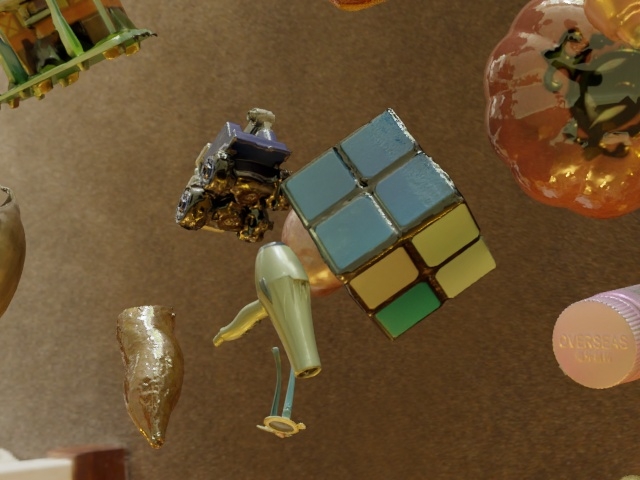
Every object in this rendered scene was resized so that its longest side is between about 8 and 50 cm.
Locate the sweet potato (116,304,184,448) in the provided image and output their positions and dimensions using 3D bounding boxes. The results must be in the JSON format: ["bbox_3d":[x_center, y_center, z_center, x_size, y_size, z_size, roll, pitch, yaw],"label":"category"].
[{"bbox_3d":[-0.326,0.275,1.632,0.131,0.131,0.337,-45,41,22],"label":"sweet potato"}]

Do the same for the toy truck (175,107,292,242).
[{"bbox_3d":[-0.151,-0.112,1.412,0.213,0.161,0.177,-47,43,38],"label":"toy truck"}]

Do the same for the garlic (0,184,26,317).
[{"bbox_3d":[-0.535,-0.003,1.246,0.246,0.231,0.340,117,178,-54],"label":"garlic"}]

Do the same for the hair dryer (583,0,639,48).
[{"bbox_3d":[0.181,-0.249,0.396,0.210,0.125,0.353,-16,61,51],"label":"hair dryer"}]

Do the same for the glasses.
[{"bbox_3d":[-0.108,0.344,1.911,0.190,0.088,0.221,124,138,-67],"label":"glasses"}]

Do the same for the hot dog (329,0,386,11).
[{"bbox_3d":[0.011,-0.547,1.198,0.185,0.405,0.223,-26,44,7],"label":"hot dog"}]

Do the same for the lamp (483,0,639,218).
[{"bbox_3d":[0.357,-0.178,1.061,0.305,0.239,0.306,0,87,8],"label":"lamp"}]

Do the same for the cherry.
[{"bbox_3d":[-0.002,0.010,1.969,0.239,0.239,0.206,31,63,34],"label":"cherry"}]

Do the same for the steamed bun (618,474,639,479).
[{"bbox_3d":[0.637,0.649,1.556,0.230,0.324,0.373,174,108,-74],"label":"steamed bun"}]

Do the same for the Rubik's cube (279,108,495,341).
[{"bbox_3d":[0.084,-0.017,1.005,0.167,0.180,0.183,-34,53,4],"label":"Rubik's cube"}]

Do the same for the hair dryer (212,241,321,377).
[{"bbox_3d":[-0.096,0.193,1.730,0.298,0.119,0.296,-59,44,21],"label":"hair dryer"}]

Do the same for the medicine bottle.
[{"bbox_3d":[0.600,0.183,1.627,0.178,0.290,0.178,4,96,43],"label":"medicine bottle"}]

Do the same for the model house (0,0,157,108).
[{"bbox_3d":[-0.409,-0.344,1.087,0.242,0.358,0.313,-28,106,5],"label":"model house"}]
